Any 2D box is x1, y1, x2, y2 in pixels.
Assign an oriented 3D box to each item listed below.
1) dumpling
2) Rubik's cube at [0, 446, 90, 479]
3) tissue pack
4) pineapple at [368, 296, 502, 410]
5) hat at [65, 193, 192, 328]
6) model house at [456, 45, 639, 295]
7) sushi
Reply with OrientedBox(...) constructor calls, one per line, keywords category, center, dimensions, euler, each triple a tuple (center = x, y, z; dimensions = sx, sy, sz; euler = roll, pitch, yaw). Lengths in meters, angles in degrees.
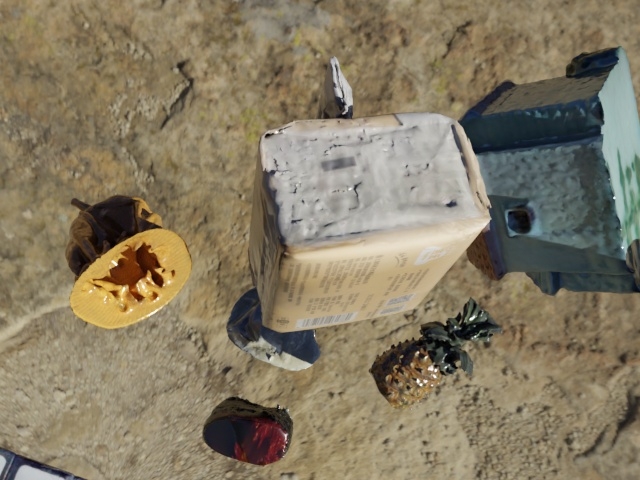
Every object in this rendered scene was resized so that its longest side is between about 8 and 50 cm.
OrientedBox(category="dumpling", center=(-0.127, 0.223, 1.872), dimensions=(0.227, 0.243, 0.175), euler=(-15, 106, -25))
OrientedBox(category="Rubik's cube", center=(-0.530, 0.530, 1.142), dimensions=(0.301, 0.305, 0.304), euler=(29, 49, -21))
OrientedBox(category="tissue pack", center=(0.027, -0.042, 0.824), dimensions=(0.238, 0.305, 0.238), euler=(2, 69, -6))
OrientedBox(category="pineapple", center=(0.268, 0.263, 1.645), dimensions=(0.310, 0.141, 0.170), euler=(-36, 47, 4))
OrientedBox(category="hat", center=(-0.386, 0.001, 1.265), dimensions=(0.244, 0.233, 0.233), euler=(-23, 56, -39))
OrientedBox(category="model house", center=(0.280, -0.079, 1.039), dimensions=(0.252, 0.329, 0.295), euler=(-50, 126, -51))
OrientedBox(category="sushi", center=(-0.184, 0.484, 1.825), dimensions=(0.225, 0.126, 0.136), euler=(8, 97, 3))
